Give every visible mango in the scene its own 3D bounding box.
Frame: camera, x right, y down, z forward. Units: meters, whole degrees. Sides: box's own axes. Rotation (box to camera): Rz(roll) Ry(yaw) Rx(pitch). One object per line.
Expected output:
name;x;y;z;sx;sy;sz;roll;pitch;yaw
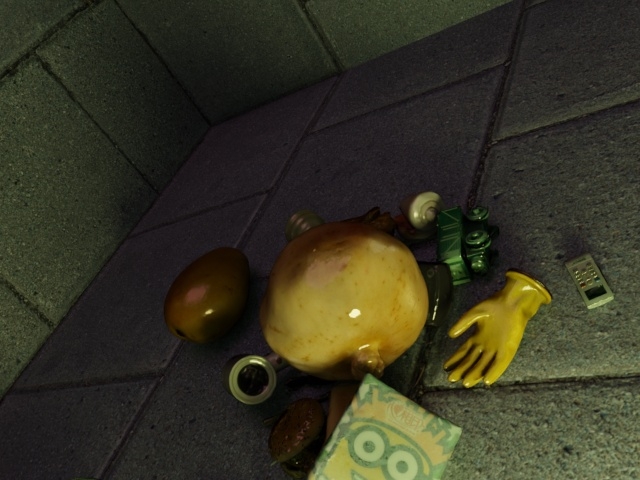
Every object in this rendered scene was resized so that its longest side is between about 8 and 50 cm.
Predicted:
mango;-0.373;0.169;2.276;0.300;0.232;0.445;-28;23;23

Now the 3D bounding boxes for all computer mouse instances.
computer mouse;0.233;0.134;1.750;0.269;0.100;0.170;4;89;47

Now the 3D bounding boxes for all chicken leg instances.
chicken leg;0.012;0.339;1.774;0.253;0.051;0.106;-32;22;10

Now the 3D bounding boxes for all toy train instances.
toy train;0.393;-0.002;1.798;0.154;0.115;0.269;-16;35;23

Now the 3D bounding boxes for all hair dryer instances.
hair dryer;-0.097;0.318;1.839;0.362;0.128;0.203;-28;-1;-17

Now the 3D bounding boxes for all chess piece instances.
chess piece;0.000;0.000;2.224;0.144;0.144;0.251;-42;35;-10

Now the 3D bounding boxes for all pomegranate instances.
pomegranate;0.063;0.155;1.574;0.412;0.411;0.411;-27;30;17

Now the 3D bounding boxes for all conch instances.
conch;0.305;-0.075;2.031;0.255;0.127;0.158;-119;49;-82

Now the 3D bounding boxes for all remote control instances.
remote control;0.608;0.088;1.514;0.065;0.029;0.166;-26;34;16

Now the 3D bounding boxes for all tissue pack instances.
tissue pack;0.110;0.452;1.309;0.228;0.128;0.311;30;58;11

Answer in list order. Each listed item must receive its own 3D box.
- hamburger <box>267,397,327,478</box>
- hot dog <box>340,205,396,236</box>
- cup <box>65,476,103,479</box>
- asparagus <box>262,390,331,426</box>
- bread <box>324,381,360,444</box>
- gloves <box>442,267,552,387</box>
hamburger;-0.054;0.469;1.583;0.185;0.113;0.177;-37;29;-2
hot dog;0.084;0.051;1.965;0.267;0.174;0.387;-18;38;51
cup;-0.494;0.784;1.477;0.310;0.400;0.392;-14;18;-38
asparagus;-0.043;0.428;1.726;0.249;0.024;0.025;-27;36;15
bread;0.076;0.446;1.492;0.142;0.091;0.305;-12;36;20
gloves;0.390;0.211;1.509;0.294;0.116;0.133;-50;23;-11
